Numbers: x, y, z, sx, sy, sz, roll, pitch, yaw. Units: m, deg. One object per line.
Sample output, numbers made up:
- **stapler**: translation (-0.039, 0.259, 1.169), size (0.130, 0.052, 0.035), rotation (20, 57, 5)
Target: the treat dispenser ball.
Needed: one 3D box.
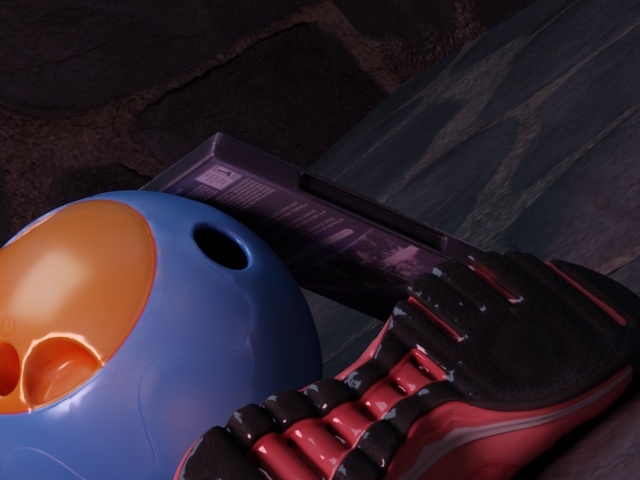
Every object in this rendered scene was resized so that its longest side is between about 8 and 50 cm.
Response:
- **treat dispenser ball**: translation (-0.142, 0.105, 1.310), size (0.288, 0.288, 0.288), rotation (-39, 7, 6)

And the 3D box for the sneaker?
- **sneaker**: translation (0.052, 0.115, 0.959), size (0.314, 0.116, 0.136), rotation (-27, -37, -23)

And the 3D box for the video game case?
- **video game case**: translation (0.000, 0.000, 1.382), size (0.196, 0.274, 0.026), rotation (-27, 44, 62)
